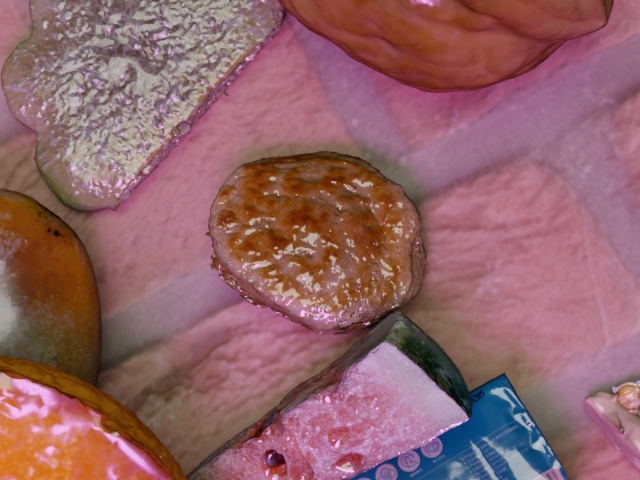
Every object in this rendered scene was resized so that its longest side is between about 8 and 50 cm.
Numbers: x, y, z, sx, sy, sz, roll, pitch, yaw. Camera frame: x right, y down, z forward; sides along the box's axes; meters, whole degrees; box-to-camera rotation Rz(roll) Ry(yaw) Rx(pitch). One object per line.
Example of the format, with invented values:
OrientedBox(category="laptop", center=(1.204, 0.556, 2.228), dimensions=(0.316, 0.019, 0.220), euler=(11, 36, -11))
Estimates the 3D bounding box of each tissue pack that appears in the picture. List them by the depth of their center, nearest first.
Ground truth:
OrientedBox(category="tissue pack", center=(0.113, 0.206, 1.625), dimensions=(0.169, 0.082, 0.120), euler=(-31, 71, 0))

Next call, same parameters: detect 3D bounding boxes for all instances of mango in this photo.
OrientedBox(category="mango", center=(-0.287, 0.113, 1.661), dimensions=(0.192, 0.146, 0.316), euler=(9, 88, 7))

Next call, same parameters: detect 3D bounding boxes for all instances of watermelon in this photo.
OrientedBox(category="watermelon", center=(-0.002, 0.150, 1.624), dimensions=(0.241, 0.154, 0.094), euler=(-36, 105, 8))

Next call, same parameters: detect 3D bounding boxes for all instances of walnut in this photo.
OrientedBox(category="walnut", center=(0.103, -0.281, 1.629), dimensions=(0.344, 0.306, 0.306), euler=(36, 84, 14))

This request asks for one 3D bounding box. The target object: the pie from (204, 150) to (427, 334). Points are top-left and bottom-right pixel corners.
OrientedBox(category="pie", center=(0.000, 0.000, 1.687), dimensions=(0.193, 0.079, 0.163), euler=(34, 77, 14))

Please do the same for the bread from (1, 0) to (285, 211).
OrientedBox(category="bread", center=(-0.178, -0.173, 1.756), dimensions=(0.207, 0.056, 0.286), euler=(37, 83, 10))

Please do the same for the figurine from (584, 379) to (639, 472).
OrientedBox(category="figurine", center=(0.265, 0.152, 1.646), dimensions=(0.050, 0.047, 0.083), euler=(-33, 69, -17))

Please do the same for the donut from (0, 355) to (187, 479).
OrientedBox(category="donut", center=(-0.266, 0.298, 1.564), dimensions=(0.377, 0.163, 0.435), euler=(26, 101, -10))
